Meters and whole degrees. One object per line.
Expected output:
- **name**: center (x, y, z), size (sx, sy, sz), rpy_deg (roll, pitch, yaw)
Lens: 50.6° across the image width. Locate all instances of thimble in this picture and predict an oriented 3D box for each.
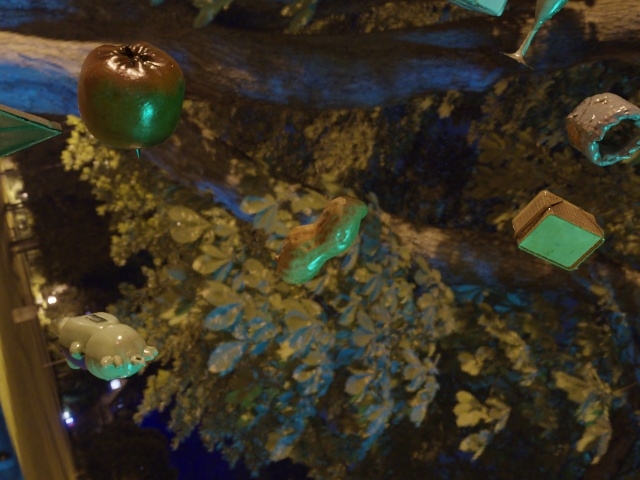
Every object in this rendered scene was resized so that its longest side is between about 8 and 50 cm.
- **thimble**: center (0.642, -0.251, 1.514), size (0.127, 0.151, 0.118), rpy_deg (61, 1, -35)

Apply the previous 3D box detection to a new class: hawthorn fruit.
- **hawthorn fruit**: center (-0.493, -0.353, 1.753), size (0.268, 0.267, 0.301), rpy_deg (51, -41, 45)

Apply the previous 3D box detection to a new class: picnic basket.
- **picnic basket**: center (0.497, -0.020, 1.423), size (0.115, 0.164, 0.080), rpy_deg (-52, -158, 37)

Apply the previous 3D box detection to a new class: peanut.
- **peanut**: center (0.000, 0.000, 1.506), size (0.263, 0.117, 0.101), rpy_deg (-37, -133, 20)

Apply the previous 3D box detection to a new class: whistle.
- **whistle**: center (-0.358, 0.167, 1.087), size (0.244, 0.110, 0.092), rpy_deg (11, -76, 38)

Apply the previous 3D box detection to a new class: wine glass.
- **wine glass**: center (0.370, -0.379, 1.090), size (0.066, 0.066, 0.198), rpy_deg (50, -60, 46)

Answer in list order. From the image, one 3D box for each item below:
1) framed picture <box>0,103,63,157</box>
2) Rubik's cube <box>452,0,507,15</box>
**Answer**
- **framed picture**: center (-0.692, -0.203, 1.317), size (0.335, 0.247, 0.022), rpy_deg (1, 69, -83)
- **Rubik's cube**: center (0.269, -0.627, 1.361), size (0.256, 0.258, 0.253), rpy_deg (-105, -145, -66)
